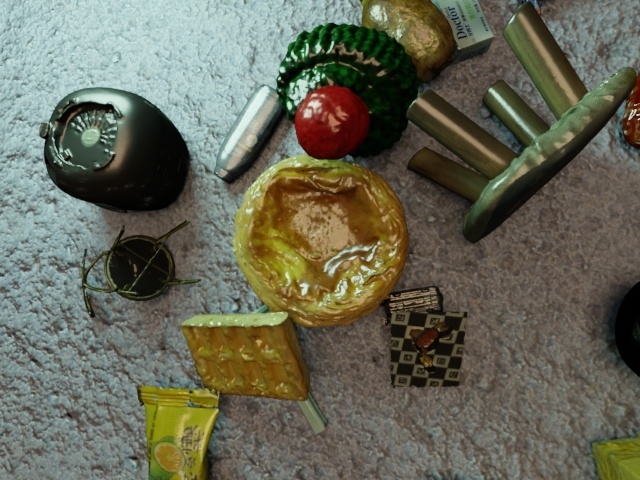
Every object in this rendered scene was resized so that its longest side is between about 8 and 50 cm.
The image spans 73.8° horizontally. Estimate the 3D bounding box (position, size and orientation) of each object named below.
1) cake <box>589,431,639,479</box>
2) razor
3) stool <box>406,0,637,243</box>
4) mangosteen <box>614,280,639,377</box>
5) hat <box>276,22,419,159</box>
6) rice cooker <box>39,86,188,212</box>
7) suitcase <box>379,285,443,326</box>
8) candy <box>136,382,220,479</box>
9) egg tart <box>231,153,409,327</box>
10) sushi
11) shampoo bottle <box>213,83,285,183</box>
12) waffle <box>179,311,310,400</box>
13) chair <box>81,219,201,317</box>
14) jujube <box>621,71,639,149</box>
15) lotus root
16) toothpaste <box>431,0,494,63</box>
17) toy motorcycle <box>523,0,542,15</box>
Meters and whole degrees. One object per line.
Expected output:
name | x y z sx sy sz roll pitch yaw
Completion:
cake | 0.599 0.440 0.636 0.223 0.286 0.227 -10 81 7
razor | -0.065 0.263 0.870 0.056 0.111 0.277 -25 88 15
stool | 0.320 -0.183 0.759 0.310 0.310 0.226 -42 72 0
mangosteen | 0.634 0.174 0.716 0.243 0.243 0.242 -1 82 8
hat | 0.041 -0.237 0.779 0.274 0.242 0.332 9 43 4
rice cooker | -0.432 -0.186 0.907 0.267 0.224 0.267 -1 83 10
suitcase | 0.179 0.130 0.841 0.126 0.086 0.059 -11 74 8
candy | -0.295 0.444 0.870 0.187 0.081 0.297 0 95 8
egg tart | 0.000 0.000 0.856 0.352 0.150 0.351 -1 82 6
sushi | 0.203 0.207 0.825 0.139 0.031 0.200 -1 120 5
shampoo bottle | -0.162 -0.236 0.960 0.087 0.049 0.233 31 88 9
waffle | -0.146 0.222 0.824 0.274 0.057 0.167 -9 106 33
chair | -0.401 0.060 0.919 0.326 0.170 0.159 -21 82 50
jujube | 0.654 -0.259 0.817 0.112 0.109 0.176 23 95 47
lotus root | 0.172 -0.444 0.892 0.260 0.128 0.145 50 122 9
toothpaste | 0.271 -0.556 0.929 0.081 0.067 0.336 -19 81 5
toy motorcycle | 0.421 -0.578 0.909 0.205 0.076 0.114 43 99 9
